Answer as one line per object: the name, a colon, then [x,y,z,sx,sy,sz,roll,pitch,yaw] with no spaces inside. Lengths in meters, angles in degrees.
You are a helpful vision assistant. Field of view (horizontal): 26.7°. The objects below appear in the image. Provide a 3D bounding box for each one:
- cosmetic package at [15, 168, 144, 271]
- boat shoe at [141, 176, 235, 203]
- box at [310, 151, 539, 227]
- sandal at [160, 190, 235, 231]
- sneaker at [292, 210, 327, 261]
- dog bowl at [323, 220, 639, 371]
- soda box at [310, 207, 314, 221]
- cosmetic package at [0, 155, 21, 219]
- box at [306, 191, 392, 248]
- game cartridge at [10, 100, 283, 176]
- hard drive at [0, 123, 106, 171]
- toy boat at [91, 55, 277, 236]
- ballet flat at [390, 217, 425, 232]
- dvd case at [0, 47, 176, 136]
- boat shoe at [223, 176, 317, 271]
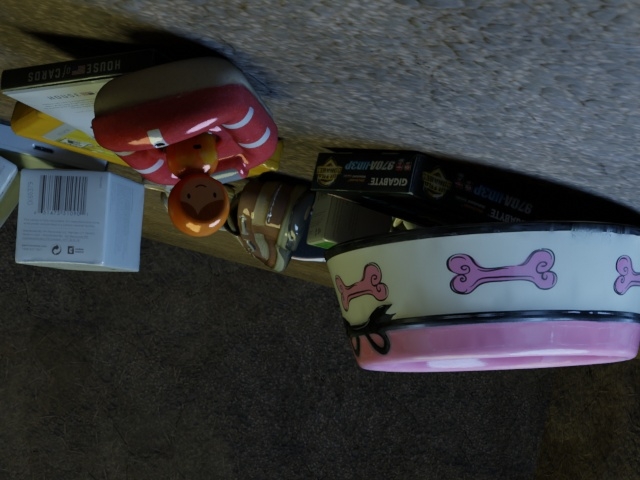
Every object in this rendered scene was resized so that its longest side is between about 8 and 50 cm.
cosmetic package: [-0.385,-0.030,2.179,0.151,0.152,0.183,2,176,11]
boat shoe: [-0.227,-0.076,2.244,0.170,0.059,0.063,11,174,22]
box: [0.127,-0.055,1.625,0.220,0.051,0.175,17,173,-40]
sandal: [-0.191,-0.062,2.330,0.180,0.072,0.049,14,140,-36]
sneaker: [0.000,0.001,2.323,0.270,0.090,0.145,11,172,-1]
dog bowl: [0.211,0.078,1.650,0.407,0.151,0.408,-2,173,0]
soda box: [0.026,-0.035,2.021,0.058,0.063,0.183,13,175,7]
cosmetic package: [-0.620,-0.099,2.232,0.217,0.156,0.385,33,171,-5]
box: [0.041,-0.036,1.769,0.087,0.102,0.101,12,174,-13]
game cartridge: [-0.227,-0.133,1.711,0.285,0.053,0.323,15,175,-21]
hard drive: [-0.462,-0.140,2.285,0.203,0.040,0.307,14,174,-8]
toy boat: [-0.124,-0.077,1.293,0.150,0.151,0.231,-13,164,10]
ballet flat: [0.143,-0.016,1.874,0.077,0.091,0.241,37,168,-6]
dvd case: [-0.191,-0.142,1.416,0.179,0.030,0.238,-4,166,23]
boat shoe: [-0.084,-0.037,2.077,0.119,0.123,0.324,19,166,-3]
